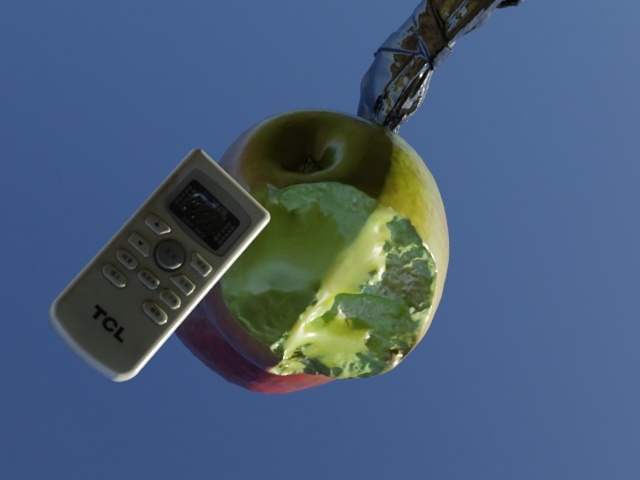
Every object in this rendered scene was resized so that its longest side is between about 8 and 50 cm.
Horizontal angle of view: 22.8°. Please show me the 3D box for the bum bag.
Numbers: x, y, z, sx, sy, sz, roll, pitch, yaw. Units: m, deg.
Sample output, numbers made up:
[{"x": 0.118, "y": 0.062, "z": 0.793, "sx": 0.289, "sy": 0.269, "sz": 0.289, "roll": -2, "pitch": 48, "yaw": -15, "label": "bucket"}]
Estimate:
[{"x": 0.112, "y": -0.201, "z": 1.637, "sx": 0.060, "sy": 0.232, "sz": 0.107, "roll": 30, "pitch": -160, "yaw": -38, "label": "bum bag"}]

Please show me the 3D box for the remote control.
[{"x": -0.128, "y": 0.020, "z": 1.244, "sx": 0.087, "sy": 0.029, "sz": 0.190, "roll": 44, "pitch": -111, "yaw": -7, "label": "remote control"}]

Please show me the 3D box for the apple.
[{"x": 0.000, "y": 0.000, "z": 1.473, "sx": 0.246, "sy": 0.226, "sz": 0.246, "roll": 4, "pitch": -137, "yaw": -4, "label": "apple"}]

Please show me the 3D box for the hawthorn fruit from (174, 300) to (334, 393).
[{"x": -0.002, "y": 0.046, "z": 1.798, "sx": 0.330, "sy": 0.287, "sz": 0.287, "roll": 20, "pitch": -140, "yaw": -39, "label": "hawthorn fruit"}]
